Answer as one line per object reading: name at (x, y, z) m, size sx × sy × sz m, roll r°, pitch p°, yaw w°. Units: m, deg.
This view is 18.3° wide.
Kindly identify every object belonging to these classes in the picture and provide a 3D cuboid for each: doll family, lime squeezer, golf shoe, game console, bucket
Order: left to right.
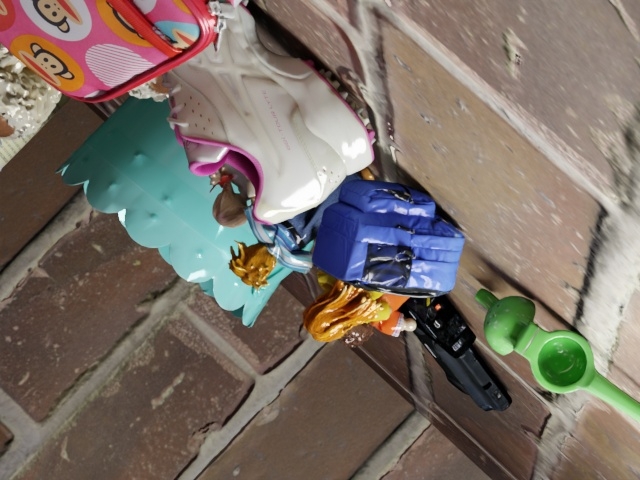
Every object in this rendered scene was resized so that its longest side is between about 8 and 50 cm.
bucket at (-0.125, -0.057, 2.150) m, size 0.281 × 0.183 × 0.281 m, roll 39°, pitch 178°, yaw 2°
golf shoe at (-0.096, -0.143, 1.706) m, size 0.306 × 0.140 × 0.115 m, roll 44°, pitch 175°, yaw 9°
doll family at (0.000, 0.000, 1.919) m, size 0.263 × 0.163 × 0.118 m, roll 44°, pitch 174°, yaw -4°
game console at (0.122, 0.092, 2.337) m, size 0.213 × 0.044 × 0.361 m, roll 41°, pitch 173°, yaw 39°
lime squeezer at (0.211, 0.108, 1.804) m, size 0.310 × 0.059 × 0.110 m, roll 36°, pitch 170°, yaw 46°

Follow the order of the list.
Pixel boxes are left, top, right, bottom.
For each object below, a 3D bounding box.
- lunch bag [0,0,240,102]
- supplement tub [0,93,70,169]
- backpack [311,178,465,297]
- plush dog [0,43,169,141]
lunch bag at (-0.185, -0.251, 1.456) m, size 0.293 × 0.120 × 0.258 m, roll 47°, pitch 144°, yaw -19°
supplement tub at (-0.397, -0.215, 2.270) m, size 0.235 × 0.325 × 0.235 m, roll 43°, pitch 173°, yaw 6°
backpack at (0.070, 0.001, 1.798) m, size 0.120 × 0.101 × 0.098 m, roll 11°, pitch -168°, yaw -23°
plush dog at (-0.254, -0.246, 1.859) m, size 0.225 × 0.262 × 0.210 m, roll 65°, pitch -165°, yaw -47°
